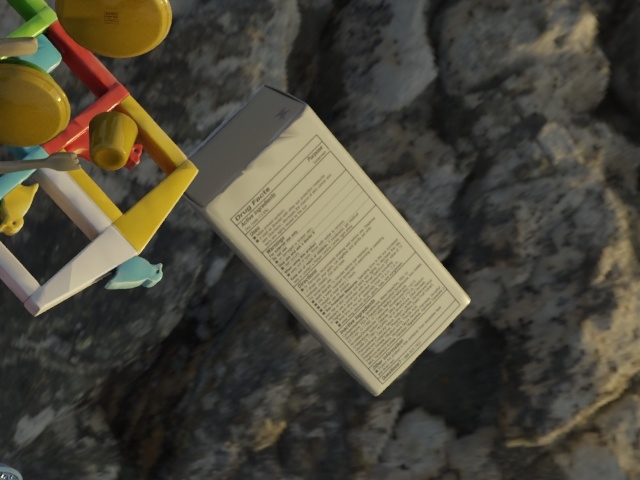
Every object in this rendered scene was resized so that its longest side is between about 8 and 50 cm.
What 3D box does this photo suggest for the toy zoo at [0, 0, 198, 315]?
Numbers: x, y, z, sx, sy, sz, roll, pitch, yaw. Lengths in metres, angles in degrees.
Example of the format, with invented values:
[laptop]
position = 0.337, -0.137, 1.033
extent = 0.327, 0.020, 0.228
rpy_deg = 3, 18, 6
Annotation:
[toy zoo]
position = -0.236, -0.073, 1.204
extent = 0.293, 0.030, 0.192
rpy_deg = 47, 61, -4

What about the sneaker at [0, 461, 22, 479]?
[sneaker]
position = -0.393, 0.244, 1.351
extent = 0.232, 0.090, 0.081
rpy_deg = -9, 116, -49

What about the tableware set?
[tableware set]
position = -0.111, -0.089, 0.609
extent = 0.104, 0.154, 0.024
rpy_deg = -3, 46, 6

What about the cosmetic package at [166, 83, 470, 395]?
[cosmetic package]
position = 0.000, 0.000, 1.488
extent = 0.153, 0.129, 0.296
rpy_deg = -43, 118, -6
